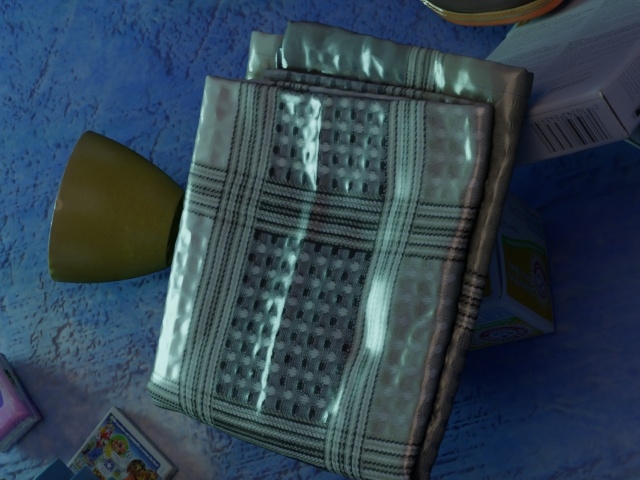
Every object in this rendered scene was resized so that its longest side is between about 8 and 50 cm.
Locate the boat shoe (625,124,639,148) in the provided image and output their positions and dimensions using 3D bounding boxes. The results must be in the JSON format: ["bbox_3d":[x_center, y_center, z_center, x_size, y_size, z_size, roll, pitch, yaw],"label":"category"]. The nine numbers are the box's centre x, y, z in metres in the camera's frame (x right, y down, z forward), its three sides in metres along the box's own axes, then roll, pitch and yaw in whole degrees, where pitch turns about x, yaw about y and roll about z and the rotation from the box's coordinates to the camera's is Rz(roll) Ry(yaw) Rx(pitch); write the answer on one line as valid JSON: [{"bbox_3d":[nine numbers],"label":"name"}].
[{"bbox_3d":[0.298,-0.043,1.422,0.096,0.098,0.277,-48,50,8],"label":"boat shoe"}]

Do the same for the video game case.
[{"bbox_3d":[-0.188,0.216,1.650,0.087,0.011,0.122,42,97,31],"label":"video game case"}]

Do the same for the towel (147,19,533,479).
[{"bbox_3d":[0.000,0.000,1.423,0.312,0.056,0.324,14,90,48],"label":"towel"}]

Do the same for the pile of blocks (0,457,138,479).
[{"bbox_3d":[-0.134,0.229,1.541,0.362,0.112,0.149,17,128,24],"label":"pile of blocks"}]

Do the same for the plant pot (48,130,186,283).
[{"bbox_3d":[-0.169,-0.020,1.655,0.095,0.134,0.134,13,81,5],"label":"plant pot"}]

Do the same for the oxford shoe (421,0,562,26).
[{"bbox_3d":[0.092,-0.248,1.558,0.271,0.098,0.097,23,74,41],"label":"oxford shoe"}]

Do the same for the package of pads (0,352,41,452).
[{"bbox_3d":[-0.290,0.144,1.714,0.050,0.032,0.083,-42,60,10],"label":"package of pads"}]

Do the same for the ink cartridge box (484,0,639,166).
[{"bbox_3d":[0.193,-0.133,1.429,0.223,0.045,0.224,-13,28,51],"label":"ink cartridge box"}]

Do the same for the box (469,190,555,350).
[{"bbox_3d":[0.069,0.033,1.506,0.203,0.114,0.103,-15,68,26],"label":"box"}]
